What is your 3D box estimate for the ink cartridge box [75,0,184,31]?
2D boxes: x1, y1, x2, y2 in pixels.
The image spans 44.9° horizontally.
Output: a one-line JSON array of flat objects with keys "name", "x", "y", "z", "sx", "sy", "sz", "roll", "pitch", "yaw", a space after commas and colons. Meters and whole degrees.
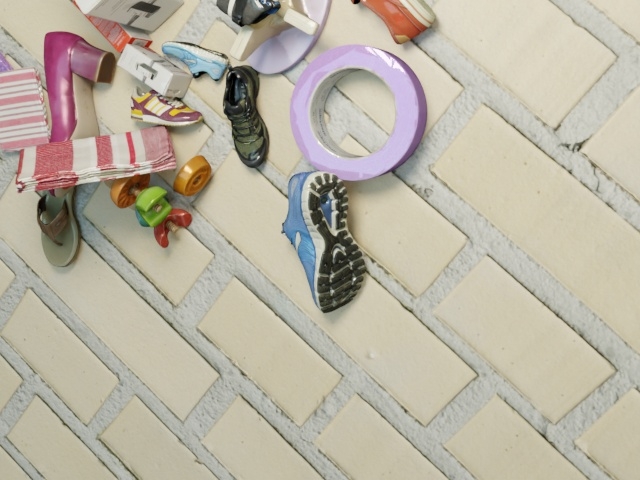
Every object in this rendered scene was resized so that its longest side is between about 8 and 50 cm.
[{"name": "ink cartridge box", "x": -0.438, "y": -0.572, "z": 1.647, "sx": 0.114, "sy": 0.273, "sz": 0.197, "roll": -34, "pitch": 86, "yaw": 18}]

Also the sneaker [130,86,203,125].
[{"name": "sneaker", "x": -0.354, "y": -0.309, "z": 1.767, "sx": 0.186, "sy": 0.069, "sz": 0.083, "roll": 8, "pitch": 105, "yaw": 17}]

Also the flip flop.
[{"name": "flip flop", "x": -0.656, "y": -0.070, "z": 1.910, "sx": 0.112, "sy": 0.080, "sz": 0.277, "roll": 8, "pitch": 101, "yaw": 19}]

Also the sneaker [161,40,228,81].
[{"name": "sneaker", "x": -0.288, "y": -0.400, "z": 1.732, "sx": 0.162, "sy": 0.063, "sz": 0.073, "roll": 22, "pitch": 109, "yaw": 16}]

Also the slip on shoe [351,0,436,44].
[{"name": "slip on shoe", "x": 0.084, "y": -0.526, "z": 1.551, "sx": 0.331, "sy": 0.123, "sz": 0.101, "roll": 46, "pitch": 114, "yaw": 3}]

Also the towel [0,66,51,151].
[{"name": "towel", "x": -0.742, "y": -0.322, "z": 1.911, "sx": 0.144, "sy": 0.029, "sz": 0.197, "roll": -5, "pitch": 102, "yaw": 14}]

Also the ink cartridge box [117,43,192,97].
[{"name": "ink cartridge box", "x": -0.371, "y": -0.382, "z": 1.745, "sx": 0.135, "sy": 0.099, "sz": 0.056, "roll": 34, "pitch": 107, "yaw": 11}]

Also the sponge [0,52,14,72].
[{"name": "sponge", "x": -0.856, "y": -0.383, "z": 1.958, "sx": 0.210, "sy": 0.031, "sz": 0.117, "roll": -44, "pitch": 84, "yaw": 20}]

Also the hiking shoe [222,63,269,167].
[{"name": "hiking shoe", "x": -0.176, "y": -0.268, "z": 1.684, "sx": 0.086, "sy": 0.114, "sz": 0.226, "roll": -7, "pitch": 97, "yaw": 21}]

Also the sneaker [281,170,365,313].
[{"name": "sneaker", "x": 0.000, "y": 0.000, "z": 1.672, "sx": 0.147, "sy": 0.130, "sz": 0.330, "roll": 25, "pitch": 128, "yaw": 55}]

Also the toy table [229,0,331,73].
[{"name": "toy table", "x": -0.092, "y": -0.478, "z": 1.596, "sx": 0.252, "sy": 0.161, "sz": 0.274, "roll": 21, "pitch": 104, "yaw": 16}]

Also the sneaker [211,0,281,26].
[{"name": "sneaker", "x": -0.105, "y": -0.506, "z": 1.476, "sx": 0.121, "sy": 0.079, "sz": 0.217, "roll": 42, "pitch": 116, "yaw": 6}]

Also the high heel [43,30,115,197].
[{"name": "high heel", "x": -0.618, "y": -0.301, "z": 1.843, "sx": 0.181, "sy": 0.127, "sz": 0.377, "roll": 23, "pitch": 96, "yaw": 17}]

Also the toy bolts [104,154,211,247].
[{"name": "toy bolts", "x": -0.373, "y": -0.119, "z": 1.758, "sx": 0.158, "sy": 0.228, "sz": 0.218, "roll": 38, "pitch": 65, "yaw": 15}]

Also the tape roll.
[{"name": "tape roll", "x": 0.078, "y": -0.264, "z": 1.607, "sx": 0.275, "sy": 0.090, "sz": 0.274, "roll": 3, "pitch": 100, "yaw": 19}]

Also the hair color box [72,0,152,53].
[{"name": "hair color box", "x": -0.473, "y": -0.499, "z": 1.766, "sx": 0.053, "sy": 0.093, "sz": 0.167, "roll": -44, "pitch": 82, "yaw": 20}]

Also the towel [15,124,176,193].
[{"name": "towel", "x": -0.486, "y": -0.186, "z": 1.678, "sx": 0.329, "sy": 0.237, "sz": 0.037, "roll": -11, "pitch": 118, "yaw": -12}]
